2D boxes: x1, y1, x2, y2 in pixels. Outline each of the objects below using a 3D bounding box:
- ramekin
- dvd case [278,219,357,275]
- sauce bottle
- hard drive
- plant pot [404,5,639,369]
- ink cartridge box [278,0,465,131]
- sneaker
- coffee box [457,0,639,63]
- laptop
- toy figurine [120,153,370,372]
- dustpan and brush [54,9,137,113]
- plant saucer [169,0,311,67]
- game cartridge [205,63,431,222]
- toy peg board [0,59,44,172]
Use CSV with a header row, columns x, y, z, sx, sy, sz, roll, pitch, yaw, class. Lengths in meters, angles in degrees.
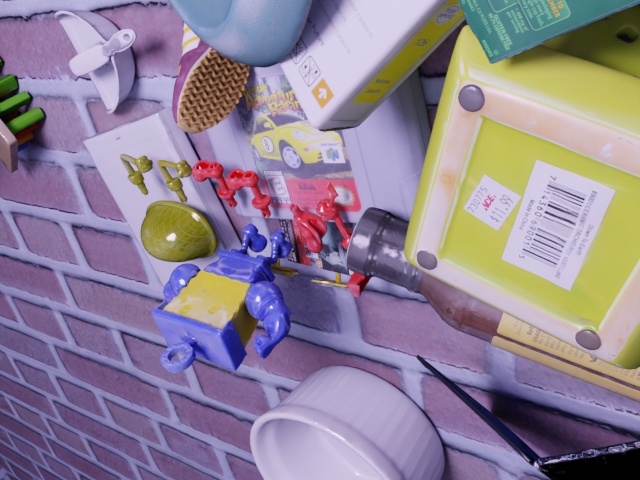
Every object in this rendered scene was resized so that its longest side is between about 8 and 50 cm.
x,y,z,sx,sy,sz,roll,pitch,yaw,class
0.044,0.317,0.935,0.277,0.135,0.277,21,132,26,ramekin
0.000,0.000,0.822,0.119,0.013,0.087,12,128,34,dvd case
0.192,0.052,0.602,0.344,0.111,0.111,21,133,16,sauce bottle
-0.220,-0.033,0.960,0.203,0.040,0.307,-6,116,42,hard drive
0.197,-0.056,0.471,0.227,0.207,0.228,28,134,21,plant pot
0.031,-0.292,0.460,0.307,0.072,0.303,-38,72,42,ink cartridge box
-0.116,-0.205,0.678,0.084,0.069,0.185,30,98,46,sneaker
0.129,-0.162,0.286,0.113,0.040,0.184,57,150,-14,coffee box
0.273,0.183,0.649,0.264,0.136,0.234,-21,142,25,laptop
-0.146,0.046,0.755,0.362,0.217,0.191,13,144,28,toy figurine
-0.280,-0.245,0.831,0.211,0.060,0.147,-6,116,43,dustpan and brush
-0.098,-0.286,0.485,0.317,0.043,0.317,49,150,40,plant saucer
-0.016,-0.116,0.719,0.294,0.060,0.196,4,119,38,game cartridge
-0.536,-0.218,1.069,0.161,0.079,0.160,53,154,-6,toy peg board
